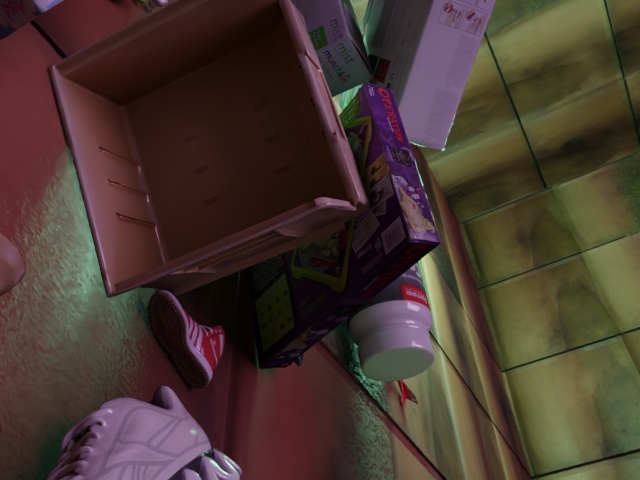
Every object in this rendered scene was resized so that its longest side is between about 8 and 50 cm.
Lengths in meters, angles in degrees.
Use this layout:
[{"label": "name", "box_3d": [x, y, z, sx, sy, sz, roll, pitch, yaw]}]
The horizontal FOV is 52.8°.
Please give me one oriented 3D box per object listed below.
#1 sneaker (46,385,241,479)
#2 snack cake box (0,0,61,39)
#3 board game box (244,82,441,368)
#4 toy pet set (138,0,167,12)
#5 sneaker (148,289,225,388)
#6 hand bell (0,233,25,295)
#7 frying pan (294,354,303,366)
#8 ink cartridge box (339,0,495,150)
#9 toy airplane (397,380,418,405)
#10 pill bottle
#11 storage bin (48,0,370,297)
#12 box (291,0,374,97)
[{"label": "sneaker", "box_3d": [-0.162, 0.186, 0.474, 0.118, 0.110, 0.292, 62, 9, 7]}, {"label": "snack cake box", "box_3d": [-0.212, -0.306, 0.609, 0.264, 0.152, 0.089, -48, 123, -25]}, {"label": "board game box", "box_3d": [0.000, 0.000, 0.795, 0.056, 0.347, 0.208, 2, 59, -33]}, {"label": "toy pet set", "box_3d": [-0.229, -0.336, 0.990, 0.114, 0.065, 0.122, -18, 80, -37]}, {"label": "sneaker", "box_3d": [-0.144, 0.096, 0.706, 0.067, 0.042, 0.118, -62, 135, -62]}, {"label": "hand bell", "box_3d": [-0.256, 0.103, 0.332, 0.126, 0.126, 0.241, 47, 40, -47]}, {"label": "frying pan", "box_3d": [-0.031, 0.015, 0.977, 0.326, 0.053, 0.197, -92, 169, -65]}, {"label": "ink cartridge box", "box_3d": [0.174, -0.366, 1.252, 0.130, 0.309, 0.272, 9, 19, -24]}, {"label": "toy airplane", "box_3d": [0.170, 0.287, 1.387, 0.151, 0.028, 0.151, 52, 25, -36]}, {"label": "pill bottle", "box_3d": [0.125, 0.115, 1.252, 0.161, 0.161, 0.283, 47, 27, -47]}, {"label": "storage bin", "box_3d": [-0.115, -0.104, 0.684, 0.262, 0.261, 0.123, 71, 15, 13]}, {"label": "box", "box_3d": [-0.039, -0.397, 1.289, 0.127, 0.231, 0.261, 44, 30, -51]}]
